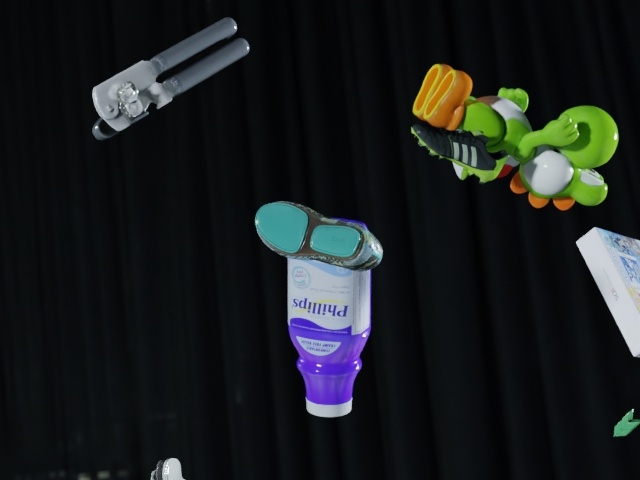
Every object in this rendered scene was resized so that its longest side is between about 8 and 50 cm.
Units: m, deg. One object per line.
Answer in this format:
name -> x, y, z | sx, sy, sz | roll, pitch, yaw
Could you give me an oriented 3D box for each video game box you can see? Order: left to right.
video game box -> 0.482, 0.087, 2.252 | 0.048, 0.205, 0.187 | -40, -35, 28

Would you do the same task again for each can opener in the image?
can opener -> -0.230, -0.246, 2.281 | 0.280, 0.074, 0.093 | -35, 9, -29

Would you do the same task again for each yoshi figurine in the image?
yoshi figurine -> 0.356, -0.199, 2.602 | 0.362, 0.203, 0.203 | 27, -34, -15

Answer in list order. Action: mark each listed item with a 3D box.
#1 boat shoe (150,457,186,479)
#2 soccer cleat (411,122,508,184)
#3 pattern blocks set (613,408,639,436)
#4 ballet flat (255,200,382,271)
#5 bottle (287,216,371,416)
boat shoe -> -0.180, 0.285, 1.792 | 0.038, 0.046, 0.125 | 7, -21, 10
soccer cleat -> 0.226, -0.157, 2.490 | 0.179, 0.060, 0.072 | 27, -70, -27
pattern blocks set -> 0.622, 0.377, 2.488 | 0.026, 0.325, 0.285 | -26, -34, -44
ballet flat -> 0.000, 0.000, 1.824 | 0.070, 0.070, 0.188 | 6, 11, -44
bottle -> 0.012, 0.111, 2.188 | 0.118, 0.282, 0.092 | 8, 18, 23
